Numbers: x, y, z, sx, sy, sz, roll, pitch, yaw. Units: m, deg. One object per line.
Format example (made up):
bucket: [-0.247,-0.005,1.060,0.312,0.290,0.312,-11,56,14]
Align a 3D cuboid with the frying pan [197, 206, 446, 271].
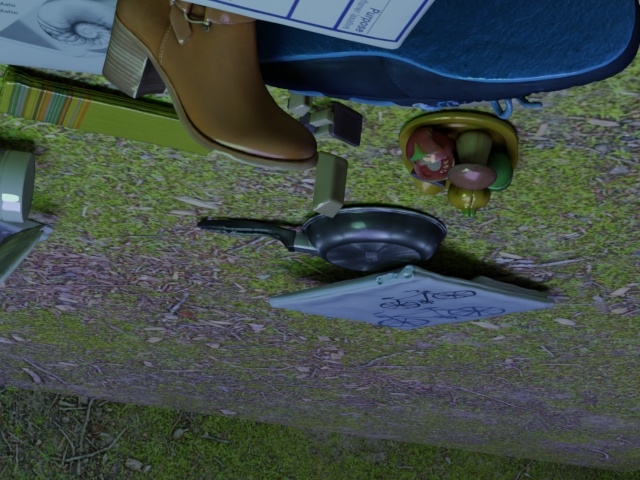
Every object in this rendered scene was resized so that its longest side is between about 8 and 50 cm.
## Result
frying pan: [0.012,-0.008,1.374,0.326,0.053,0.197,7,161,-17]

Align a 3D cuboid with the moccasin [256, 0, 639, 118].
moccasin: [0.085,-0.169,0.810,0.342,0.138,0.117,11,170,29]

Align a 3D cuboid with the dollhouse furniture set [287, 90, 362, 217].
dollhouse furniture set: [-0.021,-0.084,1.061,0.091,0.114,0.081,19,161,-41]

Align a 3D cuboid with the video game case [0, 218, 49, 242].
video game case: [-0.529,-0.023,1.495,0.201,0.023,0.183,22,154,-40]

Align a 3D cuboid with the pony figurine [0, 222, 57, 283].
pony figurine: [-0.555,0.095,1.362,0.363,0.351,0.303,34,135,-15]

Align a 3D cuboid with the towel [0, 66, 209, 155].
towel: [-0.224,-0.136,1.107,0.237,0.021,0.102,11,165,-19]

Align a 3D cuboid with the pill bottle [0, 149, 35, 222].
pill bottle: [-0.434,-0.074,1.193,0.186,0.112,0.112,7,161,-7]

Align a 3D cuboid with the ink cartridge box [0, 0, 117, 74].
ink cartridge box: [-0.248,-0.211,0.852,0.223,0.045,0.224,6,160,-3]

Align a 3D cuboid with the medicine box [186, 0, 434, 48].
medicine box: [-0.038,-0.250,0.532,0.289,0.149,0.263,10,160,-15]

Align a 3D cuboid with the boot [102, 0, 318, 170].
boot: [-0.066,-0.151,0.768,0.197,0.152,0.073,29,-154,5]

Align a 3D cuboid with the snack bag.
snack bag: [0.133,0.089,1.586,0.342,0.037,0.323,12,162,-41]

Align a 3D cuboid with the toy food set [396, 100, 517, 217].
toy food set: [0.146,-0.078,1.096,0.128,0.071,0.218,0,160,13]
